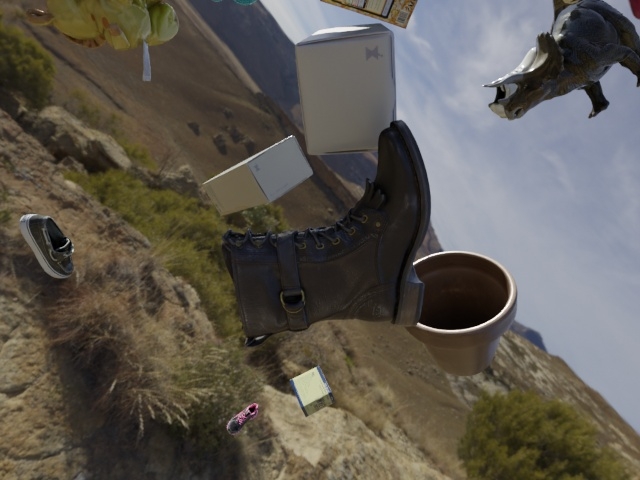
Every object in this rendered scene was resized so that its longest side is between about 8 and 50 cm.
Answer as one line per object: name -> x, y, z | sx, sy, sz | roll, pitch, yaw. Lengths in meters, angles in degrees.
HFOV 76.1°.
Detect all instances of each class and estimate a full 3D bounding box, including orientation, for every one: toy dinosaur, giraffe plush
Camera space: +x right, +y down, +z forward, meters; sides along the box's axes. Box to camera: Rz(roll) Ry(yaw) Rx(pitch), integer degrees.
toy dinosaur -> 0.400, -0.292, 0.601 | 0.160, 0.314, 0.121 | 40, -16, -2
giraffe plush -> -0.340, -0.369, 0.636 | 0.170, 0.211, 0.181 | 11, 4, 7

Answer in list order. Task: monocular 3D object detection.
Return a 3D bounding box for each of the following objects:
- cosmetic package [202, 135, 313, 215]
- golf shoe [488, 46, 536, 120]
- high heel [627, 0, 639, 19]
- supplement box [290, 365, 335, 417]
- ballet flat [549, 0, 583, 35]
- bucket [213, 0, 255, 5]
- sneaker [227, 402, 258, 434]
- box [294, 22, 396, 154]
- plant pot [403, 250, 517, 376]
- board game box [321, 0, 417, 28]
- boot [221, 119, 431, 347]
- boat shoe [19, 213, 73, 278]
cosmetic package -> -0.179, -0.164, 1.099 | 0.309, 0.160, 0.113 | -3, -60, 56
golf shoe -> 0.475, -0.387, 0.991 | 0.085, 0.176, 0.069 | 16, 16, -14
high heel -> 0.599, -0.615, 0.841 | 0.377, 0.181, 0.127 | 56, 30, -36
supplement box -> -0.020, 0.380, 1.031 | 0.083, 0.083, 0.056 | 56, -14, 46
ballet flat -> 0.540, -0.491, 0.886 | 0.249, 0.084, 0.058 | 4, 87, -68
bucket -> -0.091, -0.485, 0.536 | 0.281, 0.280, 0.183 | -13, 82, -78
sneaker -> -0.238, 0.547, 1.266 | 0.047, 0.057, 0.119 | 44, 42, 14
box -> 0.047, -0.250, 0.637 | 0.311, 0.120, 0.148 | -79, 165, -61
plant pot -> 0.317, 0.191, 0.959 | 0.263, 0.262, 0.230 | -110, 180, -56
board game box -> 0.110, -0.526, 0.809 | 0.193, 0.147, 0.045 | 14, 57, -8
boot -> 0.000, 0.000, 0.468 | 0.091, 0.228, 0.263 | -90, 179, -79
boat shoe -> -0.684, 0.023, 1.056 | 0.220, 0.070, 0.078 | 90, -2, -49
